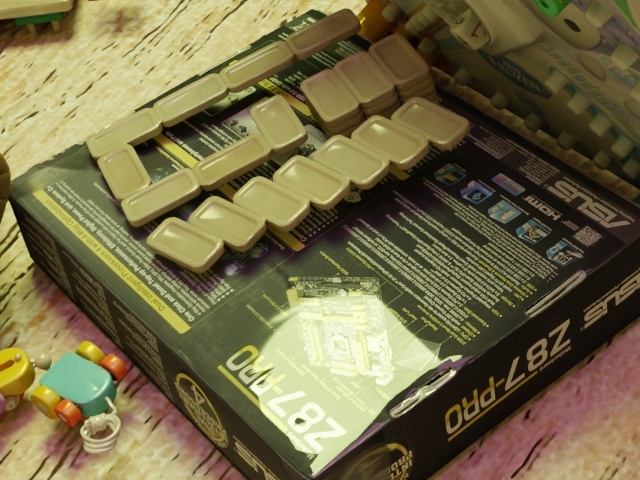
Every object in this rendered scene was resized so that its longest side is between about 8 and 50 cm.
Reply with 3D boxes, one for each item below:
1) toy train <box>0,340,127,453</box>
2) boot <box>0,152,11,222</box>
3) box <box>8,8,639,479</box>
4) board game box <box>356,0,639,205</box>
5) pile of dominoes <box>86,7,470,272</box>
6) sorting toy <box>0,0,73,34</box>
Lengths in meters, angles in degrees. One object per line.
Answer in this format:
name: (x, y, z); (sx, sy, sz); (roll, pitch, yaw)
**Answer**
toy train: (-0.212, 0.132, 0.992); (0.166, 0.046, 0.125); (-8, 45, 7)
boot: (-0.303, 0.018, 1.089); (0.077, 0.213, 0.165); (21, 2, -20)
box: (0.000, 0.000, 1.048); (0.318, 0.097, 0.395); (-33, 48, -23)
board game box: (0.094, -0.170, 1.011); (0.050, 0.390, 0.390); (-48, 51, -5)
pile of dominoes: (-0.031, -0.067, 1.045); (0.251, 0.040, 0.196); (-28, 44, -5)
sorting toy: (-0.292, -0.250, 1.394); (0.275, 0.046, 0.132); (-7, 44, 5)
